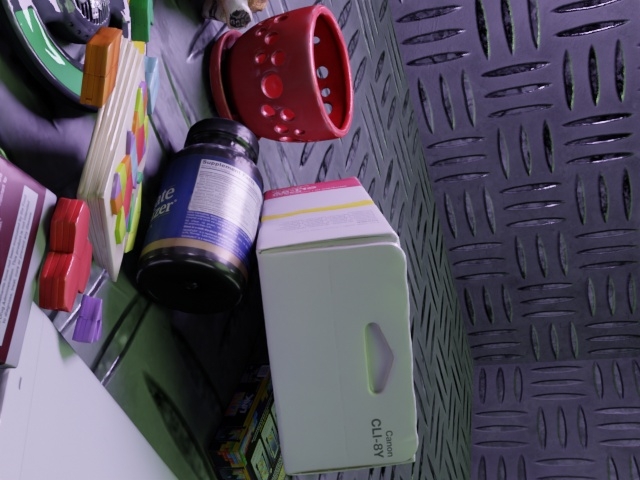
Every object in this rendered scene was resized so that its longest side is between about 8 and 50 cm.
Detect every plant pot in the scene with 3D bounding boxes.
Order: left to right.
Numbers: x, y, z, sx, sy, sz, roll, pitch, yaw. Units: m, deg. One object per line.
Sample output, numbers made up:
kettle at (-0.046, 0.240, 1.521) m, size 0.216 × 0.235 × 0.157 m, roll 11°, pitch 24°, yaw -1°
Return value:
plant pot at (-0.058, -0.233, 1.013) m, size 0.191 × 0.174 × 0.191 m, roll -7°, pitch 90°, yaw -72°

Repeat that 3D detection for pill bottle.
pill bottle at (-0.133, -0.034, 0.809) m, size 0.123 × 0.122 × 0.219 m, roll 60°, pitch 29°, yaw -49°

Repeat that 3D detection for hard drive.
hard drive at (-0.190, 0.212, 0.577) m, size 0.203 × 0.040 × 0.308 m, roll -111°, pitch 179°, yaw -53°

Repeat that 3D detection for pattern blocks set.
pattern blocks set at (-0.181, -0.070, 0.620) m, size 0.285 × 0.026 × 0.325 m, roll 117°, pitch -21°, yaw -70°

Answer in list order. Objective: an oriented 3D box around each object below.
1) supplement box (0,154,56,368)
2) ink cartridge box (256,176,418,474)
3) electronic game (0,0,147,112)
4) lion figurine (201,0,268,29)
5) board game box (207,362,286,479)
supplement box at (-0.259, -0.020, 0.370) m, size 0.239 × 0.073 × 0.130 m, roll 53°, pitch 35°, yaw -58°
ink cartridge box at (0.011, 0.086, 0.925) m, size 0.385 × 0.160 × 0.279 m, roll -105°, pitch -172°, yaw -76°
electronic game at (-0.242, -0.241, 0.679) m, size 0.229 × 0.048 × 0.229 m, roll -6°, pitch 90°, yaw -71°
lion figurine at (-0.162, -0.392, 0.815) m, size 0.392 × 0.142 × 0.240 m, roll 43°, pitch 14°, yaw -53°
board game box at (-0.087, 0.277, 0.949) m, size 0.170 × 0.048 × 0.141 m, roll -65°, pitch 146°, yaw -58°
